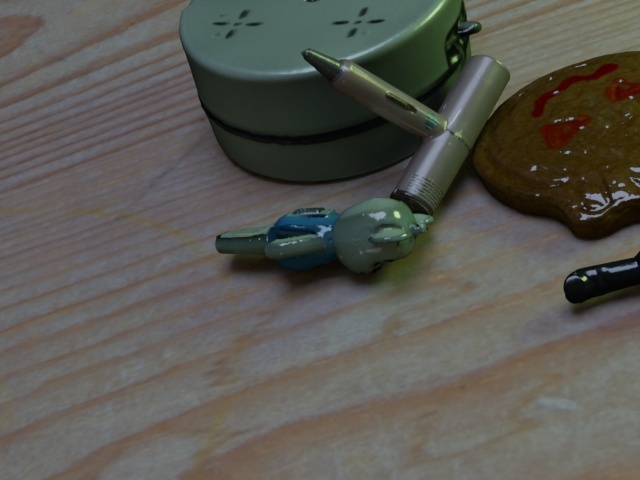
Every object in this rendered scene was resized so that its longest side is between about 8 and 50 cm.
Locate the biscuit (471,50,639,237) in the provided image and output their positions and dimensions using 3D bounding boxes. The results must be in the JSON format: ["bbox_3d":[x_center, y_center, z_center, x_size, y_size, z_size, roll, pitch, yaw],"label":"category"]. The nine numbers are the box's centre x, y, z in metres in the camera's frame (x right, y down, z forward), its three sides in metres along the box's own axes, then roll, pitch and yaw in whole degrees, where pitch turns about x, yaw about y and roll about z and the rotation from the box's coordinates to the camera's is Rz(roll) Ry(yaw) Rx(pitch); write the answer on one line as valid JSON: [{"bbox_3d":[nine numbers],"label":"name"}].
[{"bbox_3d":[0.307,-0.113,1.244,0.273,0.049,0.257,-35,43,-16],"label":"biscuit"}]

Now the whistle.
[{"bbox_3d":[0.000,0.000,1.216,0.236,0.077,0.114,-5,12,24],"label":"whistle"}]

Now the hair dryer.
[{"bbox_3d":[0.081,-0.162,1.233,0.195,0.220,0.054,-58,23,-19],"label":"hair dryer"}]

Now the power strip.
[{"bbox_3d":[0.020,-0.231,1.397,0.357,0.161,0.357,-10,41,9],"label":"power strip"}]

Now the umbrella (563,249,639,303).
[{"bbox_3d":[0.346,0.009,1.076,0.248,0.071,0.071,-12,41,11],"label":"umbrella"}]
